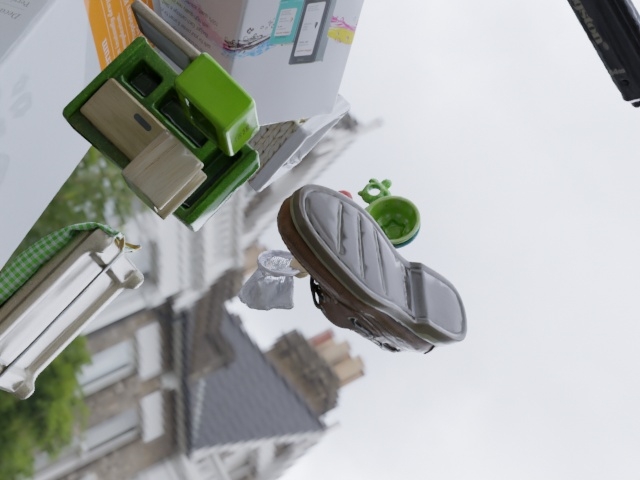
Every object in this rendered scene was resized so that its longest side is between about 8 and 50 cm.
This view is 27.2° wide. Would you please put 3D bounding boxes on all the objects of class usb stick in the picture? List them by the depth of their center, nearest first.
[{"bbox_3d":[0.288,-0.267,1.406,0.278,0.045,0.077,58,-23,-9],"label":"usb stick"}]

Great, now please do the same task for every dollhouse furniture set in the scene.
[{"bbox_3d":[-0.204,-0.032,1.052,0.151,0.301,0.197,43,-8,8],"label":"dollhouse furniture set"}]

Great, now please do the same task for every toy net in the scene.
[{"bbox_3d":[0.000,0.000,1.563,0.122,0.232,0.045,60,-10,30],"label":"toy net"}]

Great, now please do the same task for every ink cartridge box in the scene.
[{"bbox_3d":[-0.082,-0.304,1.618,0.198,0.197,0.270,41,-51,35],"label":"ink cartridge box"}]

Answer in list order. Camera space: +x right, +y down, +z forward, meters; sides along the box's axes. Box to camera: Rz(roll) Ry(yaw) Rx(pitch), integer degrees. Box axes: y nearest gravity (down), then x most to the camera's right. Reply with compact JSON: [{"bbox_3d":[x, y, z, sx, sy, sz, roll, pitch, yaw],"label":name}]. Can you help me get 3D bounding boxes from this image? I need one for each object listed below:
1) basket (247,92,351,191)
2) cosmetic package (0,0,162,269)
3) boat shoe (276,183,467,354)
[{"bbox_3d":[-0.056,-0.167,1.903,0.103,0.113,0.167,49,-42,2],"label":"basket"},{"bbox_3d":[-0.347,-0.166,1.399,0.161,0.453,0.230,19,-33,16],"label":"cosmetic package"},{"bbox_3d":[0.038,0.050,1.424,0.104,0.111,0.307,-22,-42,30],"label":"boat shoe"}]
